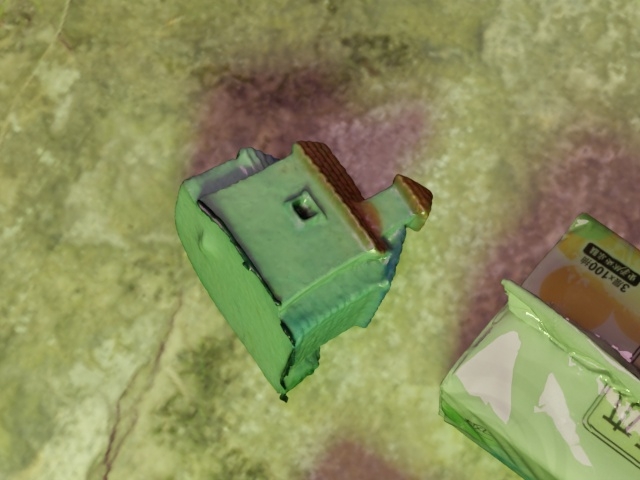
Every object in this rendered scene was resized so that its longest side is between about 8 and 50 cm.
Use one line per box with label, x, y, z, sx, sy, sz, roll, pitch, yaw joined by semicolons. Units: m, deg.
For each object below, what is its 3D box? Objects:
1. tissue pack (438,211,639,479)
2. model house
tissue pack;0.209;0.103;1.152;0.229;0.145;0.159;37;76;14
model house;0.000;0.000;1.225;0.149;0.119;0.148;-28;70;-17
